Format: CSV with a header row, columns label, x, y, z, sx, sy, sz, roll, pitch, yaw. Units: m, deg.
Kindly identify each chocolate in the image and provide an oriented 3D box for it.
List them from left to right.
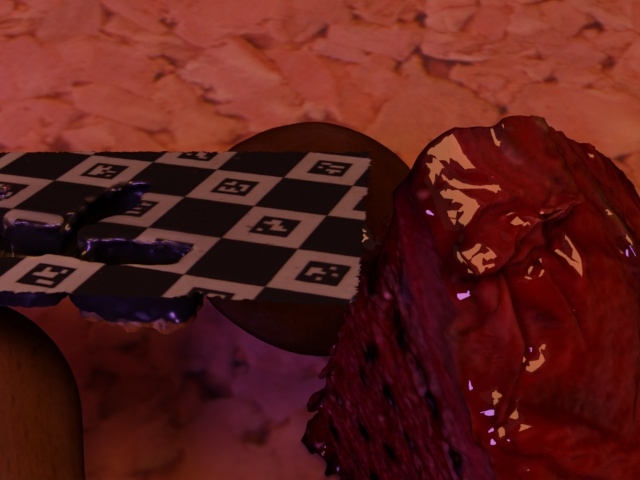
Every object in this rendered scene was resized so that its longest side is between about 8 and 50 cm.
label,x,y,z,sx,sy,sz,roll,pitch,yaw
chocolate,0.000,0.000,0.715,0.176,0.177,0.177,6,47,-6

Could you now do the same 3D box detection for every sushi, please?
label,x,y,z,sx,sy,sz,roll,pitch,yaw
sushi,-0.113,0.004,0.598,0.279,0.043,0.192,1,26,5

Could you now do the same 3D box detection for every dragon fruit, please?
label,x,y,z,sx,sy,sz,roll,pitch,yaw
dragon fruit,0.084,0.081,0.596,0.240,0.330,0.302,-9,48,11

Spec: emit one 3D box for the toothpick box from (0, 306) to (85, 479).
label,x,y,z,sx,sy,sz,roll,pitch,yaw
toothpick box,-0.163,0.170,0.516,0.192,0.192,0.294,-11,45,-20
